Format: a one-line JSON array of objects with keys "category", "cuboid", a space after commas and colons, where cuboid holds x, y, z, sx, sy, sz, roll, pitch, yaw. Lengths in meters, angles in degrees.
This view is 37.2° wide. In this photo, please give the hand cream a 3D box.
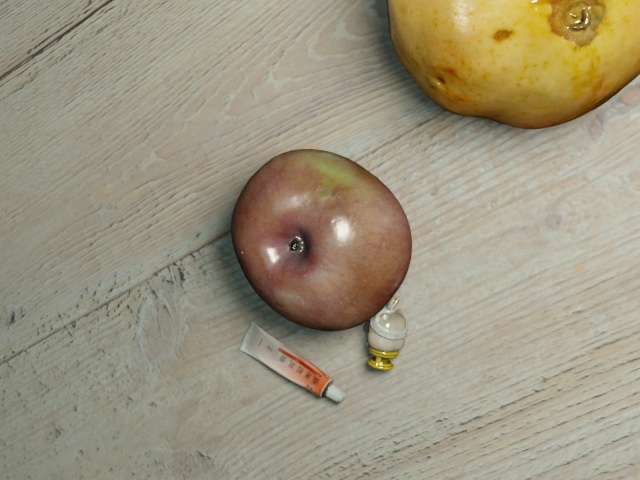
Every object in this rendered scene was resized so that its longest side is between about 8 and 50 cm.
[{"category": "hand cream", "cuboid": [-0.048, 0.222, 1.697, 0.216, 0.038, 0.052, 30, 77, 17]}]

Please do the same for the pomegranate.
[{"category": "pomegranate", "cuboid": [0.279, -0.356, 1.353, 0.411, 0.411, 0.412, 2, 96, 19]}]

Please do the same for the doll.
[{"category": "doll", "cuboid": [0.107, 0.150, 1.618, 0.084, 0.073, 0.127, 24, 107, 48]}]

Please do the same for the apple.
[{"category": "apple", "cuboid": [0.000, 0.000, 1.547, 0.305, 0.235, 0.306, 2, 95, 17]}]
